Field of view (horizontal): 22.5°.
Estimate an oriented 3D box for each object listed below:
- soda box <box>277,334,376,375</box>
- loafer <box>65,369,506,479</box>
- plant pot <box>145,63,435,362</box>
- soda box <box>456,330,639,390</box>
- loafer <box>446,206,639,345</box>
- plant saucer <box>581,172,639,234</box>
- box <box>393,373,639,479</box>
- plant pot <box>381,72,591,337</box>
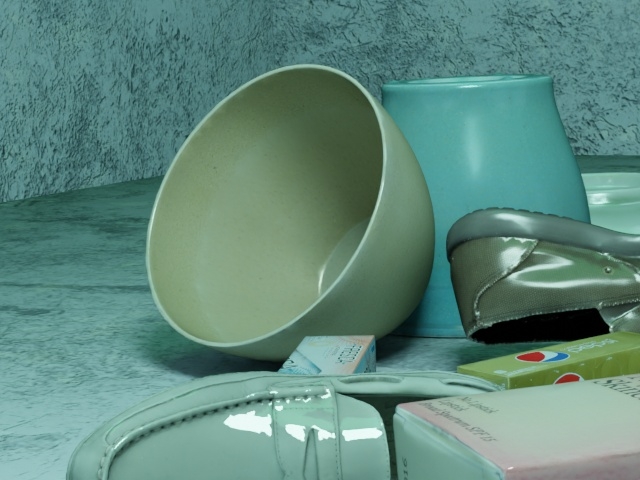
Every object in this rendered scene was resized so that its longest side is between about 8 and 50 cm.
[{"bbox_3d":[0.004,0.120,1.273,0.063,0.058,0.183,-2,7,9],"label":"soda box"},{"bbox_3d":[0.000,0.131,0.995,0.319,0.112,0.111,-8,0,-33],"label":"loafer"},{"bbox_3d":[0.000,0.000,1.544,0.284,0.284,0.191,4,-20,41],"label":"plant pot"},{"bbox_3d":[0.190,0.113,1.226,0.181,0.061,0.058,-9,9,-36],"label":"soda box"},{"bbox_3d":[0.287,0.068,1.418,0.366,0.130,0.134,7,-24,8],"label":"loafer"},{"bbox_3d":[0.354,-0.027,2.064,0.400,0.100,0.400,-4,8,1],"label":"plant saucer"},{"bbox_3d":[0.169,0.140,0.798,0.232,0.126,0.148,-6,7,-17],"label":"box"},{"bbox_3d":[0.160,-0.047,1.711,0.272,0.255,0.271,-3,8,0],"label":"plant pot"}]
